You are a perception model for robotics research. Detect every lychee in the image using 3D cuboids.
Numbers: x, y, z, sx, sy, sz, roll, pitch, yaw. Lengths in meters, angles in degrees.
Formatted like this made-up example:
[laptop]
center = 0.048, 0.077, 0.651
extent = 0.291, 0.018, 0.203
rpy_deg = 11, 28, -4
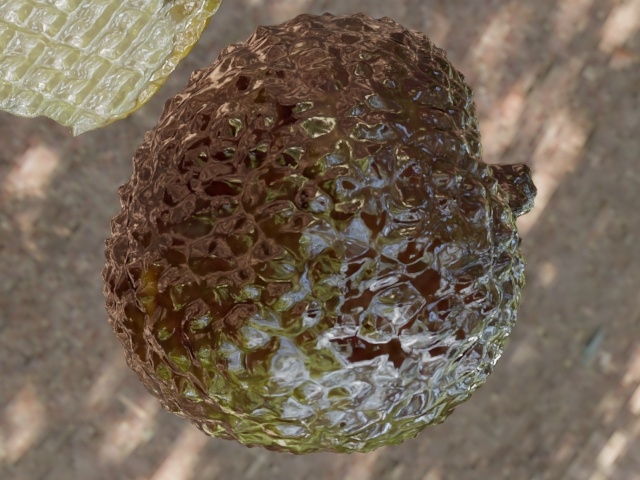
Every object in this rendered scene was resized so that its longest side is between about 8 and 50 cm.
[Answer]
[lychee]
center = 0.000, 0.000, 1.060
extent = 0.260, 0.260, 0.260
rpy_deg = -36, 145, -30

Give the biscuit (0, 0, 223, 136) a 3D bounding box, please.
[biscuit]
center = -0.207, -0.130, 0.650
extent = 0.379, 0.054, 0.094
rpy_deg = 19, 131, -33
